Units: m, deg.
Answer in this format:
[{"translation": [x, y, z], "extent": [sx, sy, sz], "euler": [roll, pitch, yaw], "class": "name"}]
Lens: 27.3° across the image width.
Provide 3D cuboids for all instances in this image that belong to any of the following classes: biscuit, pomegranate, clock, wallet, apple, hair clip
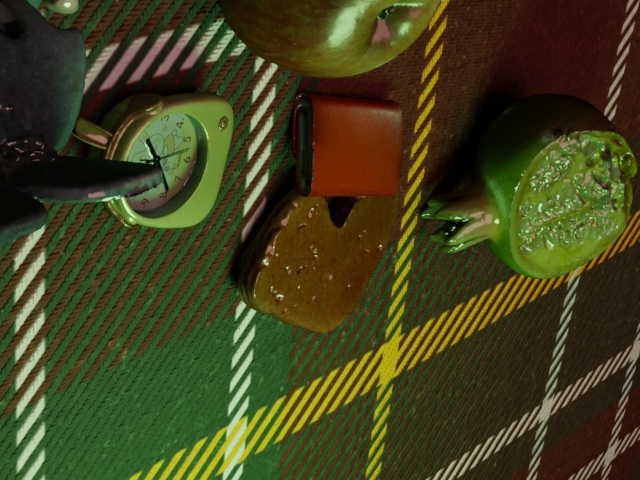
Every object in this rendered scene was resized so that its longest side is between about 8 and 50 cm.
[{"translation": [-0.001, -0.001, 1.914], "extent": [0.277, 0.052, 0.262], "euler": [22, 90, -55], "class": "biscuit"}, {"translation": [0.330, -0.093, 2.159], "extent": [0.358, 0.216, 0.310], "euler": [-16, 131, -9], "class": "pomegranate"}, {"translation": [-0.210, -0.100, 1.563], "extent": [0.232, 0.069, 0.170], "euler": [-4, 116, -50], "class": "clock"}, {"translation": [0.039, -0.132, 1.854], "extent": [0.204, 0.045, 0.142], "euler": [-3, 94, -50], "class": "wallet"}, {"translation": [0.028, -0.330, 1.557], "extent": [0.277, 0.250, 0.309], "euler": [-38, 141, -31], "class": "apple"}, {"translation": [-0.351, -0.115, 1.201], "extent": [0.318, 0.392, 0.239], "euler": [-20, 101, -43], "class": "hair clip"}]

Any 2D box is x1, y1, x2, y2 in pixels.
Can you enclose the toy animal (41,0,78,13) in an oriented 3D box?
[{"translation": [-0.285, -0.325, 1.282], "extent": [0.124, 0.124, 0.212], "euler": [-53, 138, -14], "class": "toy animal"}]
